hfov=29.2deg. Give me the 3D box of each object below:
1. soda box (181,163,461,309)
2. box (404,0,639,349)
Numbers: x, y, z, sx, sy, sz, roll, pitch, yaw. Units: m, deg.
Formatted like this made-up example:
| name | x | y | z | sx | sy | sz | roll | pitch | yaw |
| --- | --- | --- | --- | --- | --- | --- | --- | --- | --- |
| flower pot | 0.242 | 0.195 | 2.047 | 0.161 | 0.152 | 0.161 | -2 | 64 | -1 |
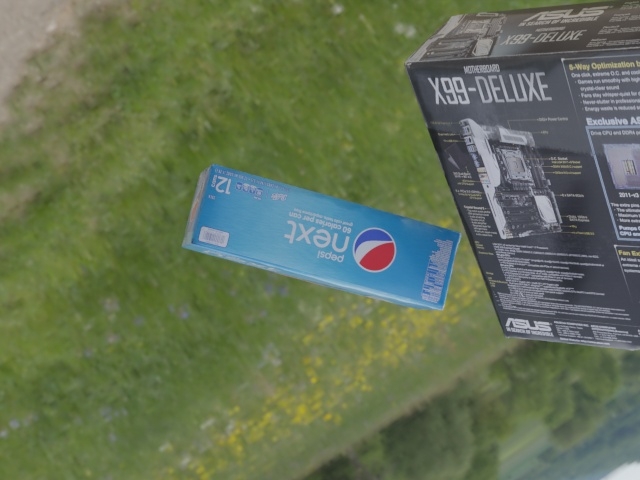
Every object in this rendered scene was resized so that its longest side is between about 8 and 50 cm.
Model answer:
| name | x | y | z | sx | sy | sz | roll | pitch | yaw |
| --- | --- | --- | --- | --- | --- | --- | --- | --- | --- |
| soda box | 0.000 | 0.000 | 0.991 | 0.071 | 0.210 | 0.067 | 168 | -63 | -77 |
| box | 0.228 | -0.036 | 0.803 | 0.307 | 0.242 | 0.076 | 3 | -143 | 42 |
